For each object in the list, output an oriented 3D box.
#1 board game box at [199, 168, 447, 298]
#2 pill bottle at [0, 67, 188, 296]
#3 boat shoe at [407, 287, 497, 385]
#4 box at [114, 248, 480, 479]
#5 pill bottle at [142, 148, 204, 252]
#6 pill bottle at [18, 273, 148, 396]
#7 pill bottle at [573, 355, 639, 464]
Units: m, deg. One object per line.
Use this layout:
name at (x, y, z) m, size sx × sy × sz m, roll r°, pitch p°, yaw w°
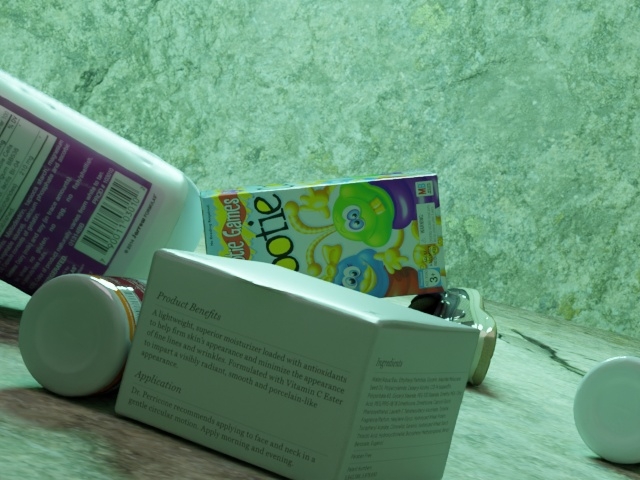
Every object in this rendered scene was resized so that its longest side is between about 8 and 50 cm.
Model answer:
board game box at (0.000, 0.000, 1.937) m, size 0.275 × 0.144 × 0.142 m, roll -6°, pitch 5°, yaw -4°
pill bottle at (-0.286, -0.058, 1.465) m, size 0.301 × 0.169 × 0.169 m, roll 30°, pitch -1°, yaw -13°
boat shoe at (0.142, 0.103, 1.960) m, size 0.092 × 0.103 × 0.285 m, roll 20°, pitch 8°, yaw -9°
box at (-0.012, 0.089, 1.129) m, size 0.181 × 0.119 × 0.182 m, roll 17°, pitch 3°, yaw 28°
pill bottle at (-0.277, -0.049, 2.097) m, size 0.160 × 0.160 × 0.283 m, roll 13°, pitch 3°, yaw -36°
pill bottle at (-0.144, 0.069, 1.175) m, size 0.086 × 0.086 × 0.152 m, roll 16°, pitch 2°, yaw 22°
pill bottle at (0.326, 0.166, 1.593) m, size 0.103 × 0.103 × 0.184 m, roll 17°, pitch 3°, yaw 30°
